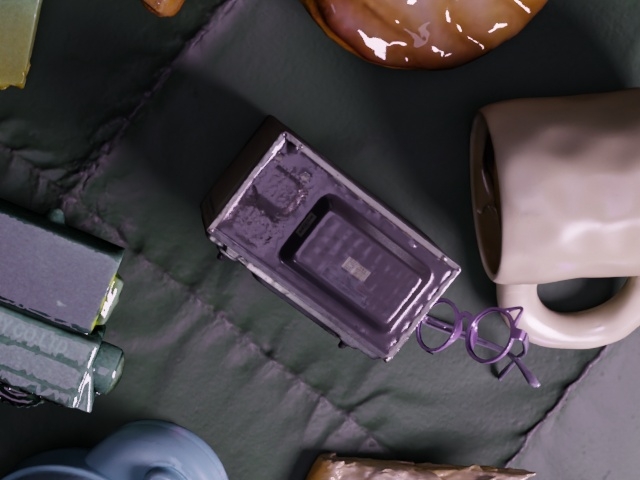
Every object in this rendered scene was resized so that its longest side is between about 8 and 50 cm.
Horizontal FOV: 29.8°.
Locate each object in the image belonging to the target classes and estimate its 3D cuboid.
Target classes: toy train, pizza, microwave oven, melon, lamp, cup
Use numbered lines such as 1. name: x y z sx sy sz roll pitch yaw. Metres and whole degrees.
1. toy train: -0.322 0.031 1.092 0.330 0.138 0.178 22 92 -8
2. pizza: 0.107 0.295 1.186 0.262 0.034 0.181 -5 91 9
3. microwave oven: 0.000 0.000 1.099 0.205 0.163 0.129 37 96 -12
4. melon: -0.369 -0.175 1.111 0.262 0.053 0.114 -14 118 1
5. lamp: -0.209 0.283 1.130 0.284 0.147 0.209 -40 97 1
6. cup: 0.254 -0.010 1.111 0.202 0.173 0.255 -5 98 -2

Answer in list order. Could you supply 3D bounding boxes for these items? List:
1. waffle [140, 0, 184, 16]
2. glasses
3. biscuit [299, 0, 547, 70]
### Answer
1. waffle: -0.129 -0.389 1.065 0.224 0.098 0.327 36 96 -7
2. glasses: 0.170 0.100 1.166 0.104 0.140 0.062 26 77 -37
3. biscuit: 0.080 -0.264 1.086 0.274 0.091 0.213 19 106 -25
